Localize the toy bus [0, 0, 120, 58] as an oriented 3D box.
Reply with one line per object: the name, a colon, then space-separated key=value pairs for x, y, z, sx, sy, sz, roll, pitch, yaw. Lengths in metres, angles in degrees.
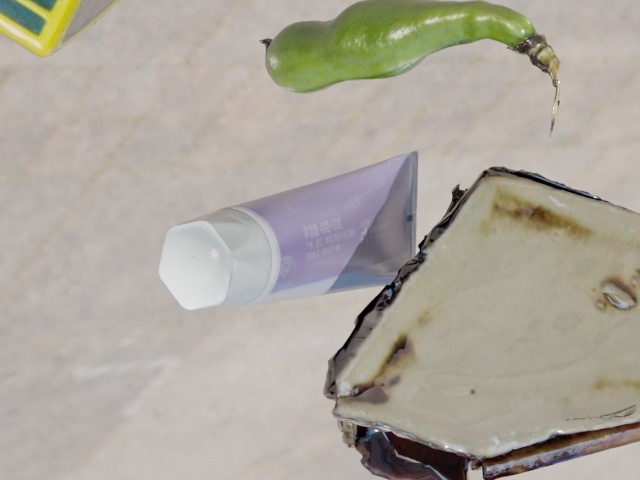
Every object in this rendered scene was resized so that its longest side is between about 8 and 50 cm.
toy bus: x=-0.318 y=-0.353 z=1.511 sx=0.249 sy=0.440 sz=0.209 roll=-58 pitch=180 yaw=28

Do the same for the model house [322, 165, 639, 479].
model house: x=0.177 y=0.111 z=1.646 sx=0.317 sy=0.297 sz=0.282 roll=-55 pitch=174 yaw=-16

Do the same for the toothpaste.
toothpaste: x=0.000 y=0.000 z=1.686 sx=0.080 sy=0.125 sz=0.371 roll=5 pitch=-170 yaw=32

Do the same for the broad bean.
broad bean: x=0.065 y=-0.155 z=1.615 sx=0.318 sy=0.098 sz=0.056 roll=12 pitch=172 yaw=42
